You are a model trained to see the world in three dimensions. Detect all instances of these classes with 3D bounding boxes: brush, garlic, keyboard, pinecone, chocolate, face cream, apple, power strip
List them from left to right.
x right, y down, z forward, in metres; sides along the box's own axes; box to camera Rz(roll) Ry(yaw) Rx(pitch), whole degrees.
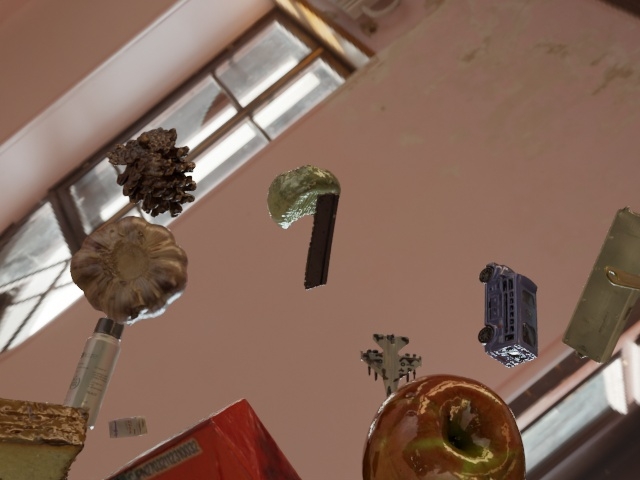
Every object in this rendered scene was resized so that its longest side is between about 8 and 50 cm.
[{"bbox_3d":[-0.565,0.313,1.668,0.092,0.311,0.092,11,153,5],"label":"face cream"},{"bbox_3d":[-0.407,0.068,1.425,0.245,0.245,0.160,51,160,8],"label":"garlic"},{"bbox_3d":[-0.377,-0.146,1.523,0.168,0.186,0.212,-73,-27,-69],"label":"pinecone"},{"bbox_3d":[-0.187,0.492,1.176,0.341,0.360,0.161,56,-158,-2],"label":"chocolate"},{"bbox_3d":[-0.001,0.000,1.506,0.023,0.231,0.072,24,-156,37],"label":"keyboard"},{"bbox_3d":[0.141,0.265,0.790,0.196,0.196,0.196,51,180,1],"label":"apple"},{"bbox_3d":[0.643,0.094,1.443,0.043,0.367,0.106,-2,-154,-43],"label":"power strip"},{"bbox_3d":[0.479,0.064,0.974,0.205,0.011,0.083,11,-123,-34],"label":"brush"}]

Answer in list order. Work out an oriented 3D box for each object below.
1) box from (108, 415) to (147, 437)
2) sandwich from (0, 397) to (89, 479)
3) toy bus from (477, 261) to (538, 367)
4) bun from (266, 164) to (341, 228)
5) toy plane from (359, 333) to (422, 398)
[{"bbox_3d":[-0.517,0.501,1.770,0.036,0.117,0.050,3,-106,-56],"label":"box"},{"bbox_3d":[-0.533,0.370,1.041,0.271,0.301,0.099,18,-152,-13],"label":"sandwich"},{"bbox_3d":[0.527,0.191,1.830,0.125,0.133,0.292,33,-130,-29],"label":"toy bus"},{"bbox_3d":[-0.054,-0.127,1.783,0.212,0.204,0.126,11,-138,-55],"label":"bun"},{"bbox_3d":[0.177,0.326,1.653,0.082,0.160,0.234,-55,-36,-59],"label":"toy plane"}]
